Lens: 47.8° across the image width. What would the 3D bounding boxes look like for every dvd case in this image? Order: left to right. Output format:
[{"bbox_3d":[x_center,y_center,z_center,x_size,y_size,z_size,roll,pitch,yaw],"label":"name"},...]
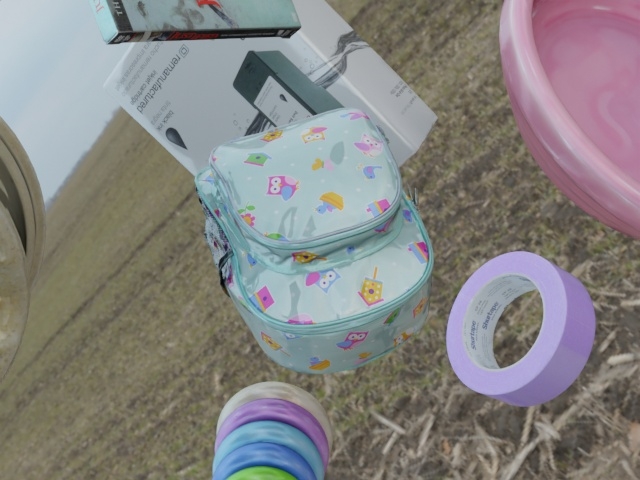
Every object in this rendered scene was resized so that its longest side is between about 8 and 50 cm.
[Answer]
[{"bbox_3d":[-0.062,-0.133,0.328,0.013,0.087,0.119,-19,1,41],"label":"dvd case"}]

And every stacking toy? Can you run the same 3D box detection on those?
[{"bbox_3d":[-0.063,0.277,0.722,0.141,0.141,0.330,-49,9,15],"label":"stacking toy"}]

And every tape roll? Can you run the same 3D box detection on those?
[{"bbox_3d":[0.365,0.163,1.343,0.275,0.090,0.275,-36,40,38],"label":"tape roll"}]

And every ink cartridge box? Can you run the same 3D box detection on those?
[{"bbox_3d":[-0.050,-0.147,0.777,0.211,0.289,0.121,-44,5,31],"label":"ink cartridge box"}]

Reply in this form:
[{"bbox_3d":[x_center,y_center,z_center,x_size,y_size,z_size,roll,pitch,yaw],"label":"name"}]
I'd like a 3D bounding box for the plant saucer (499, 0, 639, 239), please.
[{"bbox_3d":[0.299,-0.123,0.641,0.332,0.332,0.084,-66,5,-32],"label":"plant saucer"}]

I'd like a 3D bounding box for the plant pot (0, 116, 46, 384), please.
[{"bbox_3d":[-0.352,0.012,0.529,0.334,0.334,0.305,-58,30,-9],"label":"plant pot"}]

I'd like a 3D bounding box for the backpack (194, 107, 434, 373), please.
[{"bbox_3d":[0.000,0.000,0.560,0.144,0.165,0.188,95,154,-58],"label":"backpack"}]
